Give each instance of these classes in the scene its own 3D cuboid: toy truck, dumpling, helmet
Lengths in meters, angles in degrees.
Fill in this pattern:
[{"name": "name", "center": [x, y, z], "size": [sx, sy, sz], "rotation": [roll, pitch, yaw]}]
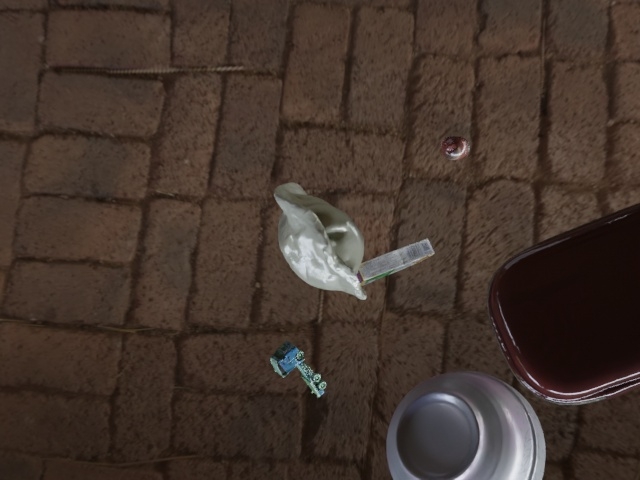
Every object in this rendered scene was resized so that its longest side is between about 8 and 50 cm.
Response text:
[{"name": "toy truck", "center": [-0.058, 0.349, 1.739], "size": [0.081, 0.067, 0.175], "rotation": [-40, 114, -16]}, {"name": "dumpling", "center": [0.000, 0.000, 1.141], "size": [0.132, 0.162, 0.250], "rotation": [-36, 75, 8]}, {"name": "helmet", "center": [0.349, -0.241, 1.774], "size": [0.084, 0.049, 0.065], "rotation": [2, 119, 37]}]

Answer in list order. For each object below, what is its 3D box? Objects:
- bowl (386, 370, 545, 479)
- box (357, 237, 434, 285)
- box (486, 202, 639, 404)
[{"name": "bowl", "center": [0.234, 0.360, 1.174], "size": [0.287, 0.144, 0.287], "rotation": [-18, 56, 29]}, {"name": "box", "center": [0.144, 0.045, 1.362], "size": [0.207, 0.050, 0.041], "rotation": [-19, 81, -34]}, {"name": "box", "center": [0.462, 0.085, 1.007], "size": [0.404, 0.108, 0.263], "rotation": [-22, 66, 9]}]
